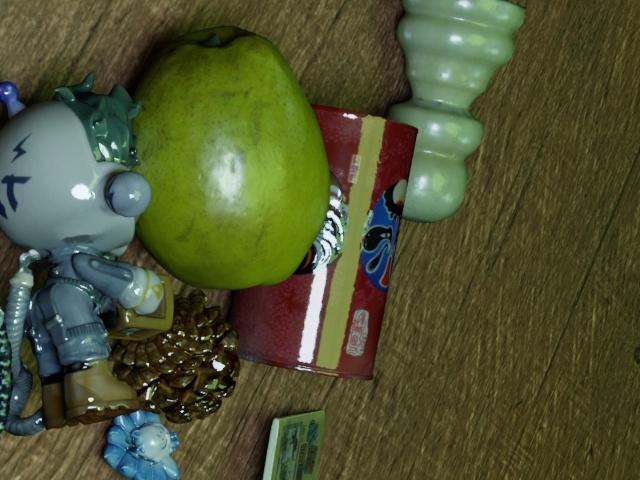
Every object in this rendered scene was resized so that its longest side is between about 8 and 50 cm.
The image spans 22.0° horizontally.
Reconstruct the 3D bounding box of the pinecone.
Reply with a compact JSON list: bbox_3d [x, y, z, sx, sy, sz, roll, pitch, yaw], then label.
[{"bbox_3d":[-0.172,0.151,2.012,0.174,0.174,0.173,-12,107,-47],"label":"pinecone"}]

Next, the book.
[{"bbox_3d":[-0.041,0.318,2.245,0.192,0.013,0.168,5,94,-71],"label":"book"}]

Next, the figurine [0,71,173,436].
[{"bbox_3d":[-0.259,0.006,1.796,0.186,0.261,0.381,1,74,-47],"label":"figurine"}]

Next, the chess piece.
[{"bbox_3d":[0.169,-0.187,2.325,0.182,0.182,0.330,7,98,-49],"label":"chess piece"}]

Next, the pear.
[{"bbox_3d":[-0.115,-0.093,1.944,0.253,0.253,0.307,-20,115,-45],"label":"pear"}]

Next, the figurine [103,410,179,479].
[{"bbox_3d":[-0.225,0.254,2.023,0.114,0.079,0.114,29,50,-42],"label":"figurine"}]

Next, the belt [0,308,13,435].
[{"bbox_3d":[-0.435,0.128,1.712,0.207,0.150,0.257,-18,110,-35],"label":"belt"}]

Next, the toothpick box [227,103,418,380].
[{"bbox_3d":[0.000,0.000,2.134,0.204,0.204,0.333,10,91,-49],"label":"toothpick box"}]
